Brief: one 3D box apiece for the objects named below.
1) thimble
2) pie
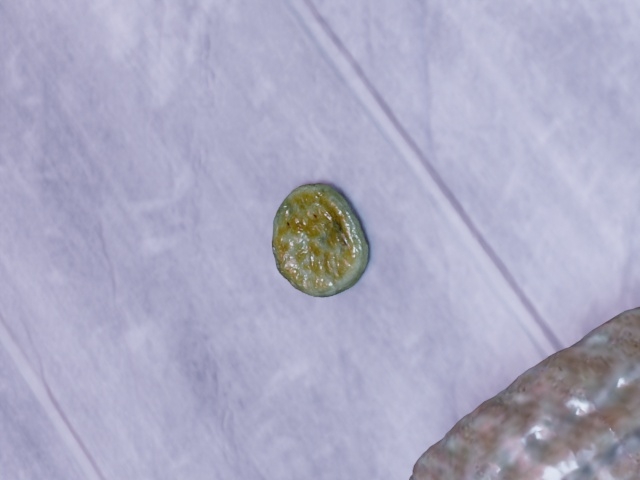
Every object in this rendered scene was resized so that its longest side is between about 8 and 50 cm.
[{"bbox_3d":[0.173,0.140,1.196,0.229,0.196,0.148,-45,70,32],"label":"thimble"},{"bbox_3d":[-0.001,0.000,1.406,0.084,0.021,0.084,9,106,33],"label":"pie"}]
